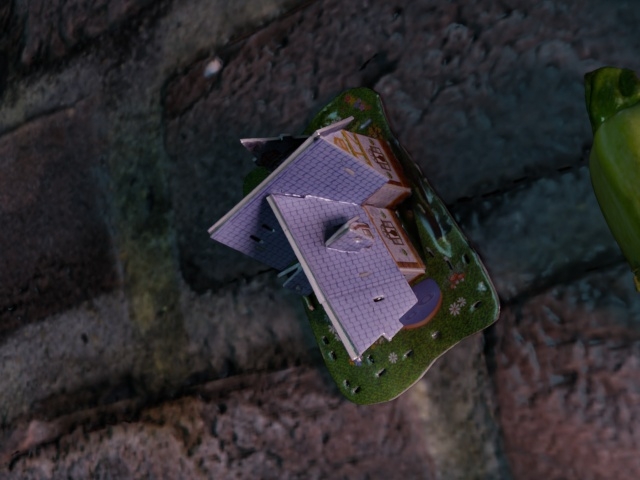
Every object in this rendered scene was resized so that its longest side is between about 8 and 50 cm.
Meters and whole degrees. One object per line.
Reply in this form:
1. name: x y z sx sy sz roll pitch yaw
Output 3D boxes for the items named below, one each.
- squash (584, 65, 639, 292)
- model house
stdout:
1. squash: 0.160 -0.004 0.399 0.075 0.090 0.200 -44 57 13
2. model house: 0.000 0.000 0.502 0.117 0.088 0.167 -37 67 27
